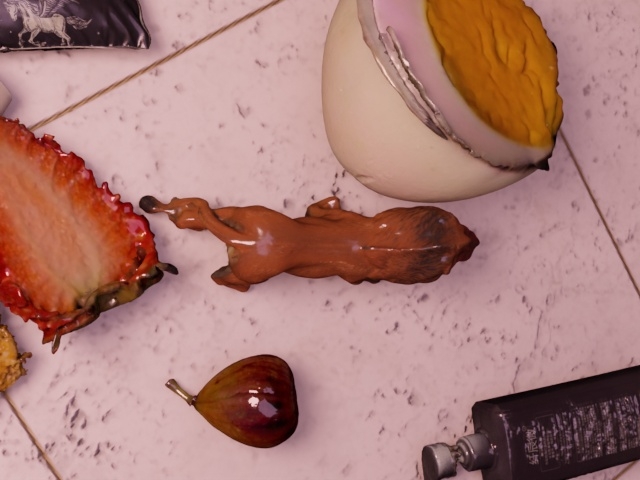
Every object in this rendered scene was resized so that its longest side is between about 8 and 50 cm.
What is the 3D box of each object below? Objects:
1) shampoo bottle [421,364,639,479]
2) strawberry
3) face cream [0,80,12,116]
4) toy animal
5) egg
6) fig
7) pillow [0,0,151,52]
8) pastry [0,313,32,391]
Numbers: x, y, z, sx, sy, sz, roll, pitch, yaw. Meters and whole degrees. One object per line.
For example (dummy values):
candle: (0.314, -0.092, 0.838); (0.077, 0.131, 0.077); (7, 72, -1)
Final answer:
shampoo bottle: (0.253, 0.210, 1.045); (0.309, 0.071, 0.098); (-8, 92, -23)
strawberry: (-0.242, -0.014, 0.842); (0.167, 0.087, 0.208); (-31, 90, -45)
face cream: (-0.343, -0.077, 0.812); (0.182, 0.051, 0.072); (-48, 110, -16)
toy animal: (0.000, 0.000, 0.900); (0.312, 0.157, 0.097); (1, 87, -24)
egg: (0.102, -0.159, 0.950); (0.264, 0.174, 0.286); (41, 48, -17)
fig: (-0.084, 0.154, 0.909); (0.125, 0.089, 0.089); (-3, 89, 2)
pillow: (-0.264, -0.228, 0.851); (0.208, 0.055, 0.141); (-9, 82, -23)
pastry: (-0.309, 0.075, 0.820); (0.080, 0.056, 0.140); (-34, 103, -21)
